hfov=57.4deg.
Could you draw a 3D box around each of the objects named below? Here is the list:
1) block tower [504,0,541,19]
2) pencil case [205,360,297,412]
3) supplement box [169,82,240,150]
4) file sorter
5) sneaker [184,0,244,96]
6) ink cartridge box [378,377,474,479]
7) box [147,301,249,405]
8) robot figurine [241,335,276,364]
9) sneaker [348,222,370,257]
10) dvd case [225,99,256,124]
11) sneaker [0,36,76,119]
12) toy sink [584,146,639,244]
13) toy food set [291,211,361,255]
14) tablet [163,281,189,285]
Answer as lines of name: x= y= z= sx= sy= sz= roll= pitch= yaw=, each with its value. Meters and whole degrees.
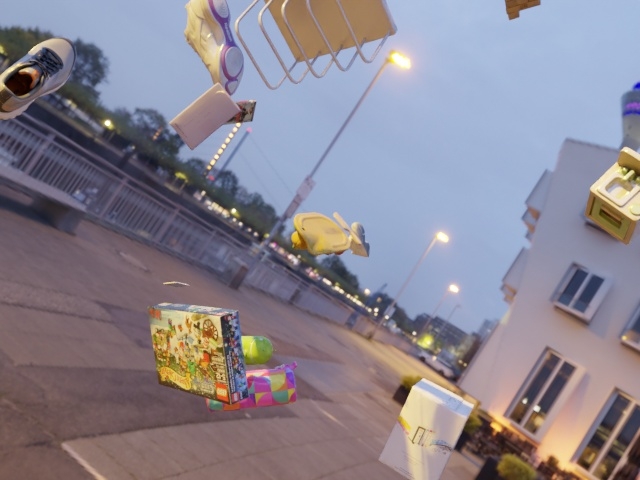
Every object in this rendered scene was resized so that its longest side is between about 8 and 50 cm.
block tower: x=0.487 y=-0.748 z=1.490 sx=0.097 sy=0.091 sz=0.336 roll=-7 pitch=-51 yaw=28
pencil case: x=-0.173 y=0.372 z=1.482 sx=0.236 sy=0.105 sz=0.104 roll=-7 pitch=4 yaw=-9
supplement box: x=-0.247 y=-0.269 z=1.251 sx=0.073 sy=0.130 sz=0.239 roll=51 pitch=1 yaw=-19
file sorter: x=-0.013 y=-0.466 z=1.274 sx=0.277 sy=0.173 sz=0.193 roll=-4 pitch=-47 yaw=35
sneaker: x=-0.318 y=-0.573 z=1.729 sx=0.152 sy=0.306 sz=0.114 roll=-5 pitch=9 yaw=35
ink cartridge box: x=0.301 y=0.539 z=1.651 sx=0.168 sy=0.233 sz=0.171 roll=26 pitch=6 yaw=20
box: x=-0.232 y=0.203 z=1.088 sx=0.233 sy=0.159 sz=0.044 roll=-1 pitch=7 yaw=43
robot figurine: x=-0.162 y=0.260 z=1.384 sx=0.115 sy=0.067 sz=0.101 roll=-7 pitch=-9 yaw=35
sneaker: x=0.106 y=0.003 z=1.750 sx=0.061 sy=0.054 sz=0.152 roll=1 pitch=-37 yaw=17
dvd case: x=-0.273 y=-0.420 z=1.919 sx=0.013 sy=0.119 sz=0.087 roll=60 pitch=-32 yaw=29
sneaker: x=-0.639 y=-0.376 z=1.325 sx=0.107 sy=0.272 sz=0.100 roll=-16 pitch=-54 yaw=41
toy sink: x=0.839 y=-0.115 z=1.613 sx=0.153 sy=0.131 sz=0.234 roll=45 pitch=-7 yaw=29
toy food set: x=0.000 y=0.000 z=1.403 sx=0.128 sy=0.071 sz=0.217 roll=49 pitch=27 yaw=20
tablet: x=-0.502 y=0.153 z=2.042 sx=0.054 sy=0.006 sz=0.083 roll=-7 pitch=-14 yaw=20
